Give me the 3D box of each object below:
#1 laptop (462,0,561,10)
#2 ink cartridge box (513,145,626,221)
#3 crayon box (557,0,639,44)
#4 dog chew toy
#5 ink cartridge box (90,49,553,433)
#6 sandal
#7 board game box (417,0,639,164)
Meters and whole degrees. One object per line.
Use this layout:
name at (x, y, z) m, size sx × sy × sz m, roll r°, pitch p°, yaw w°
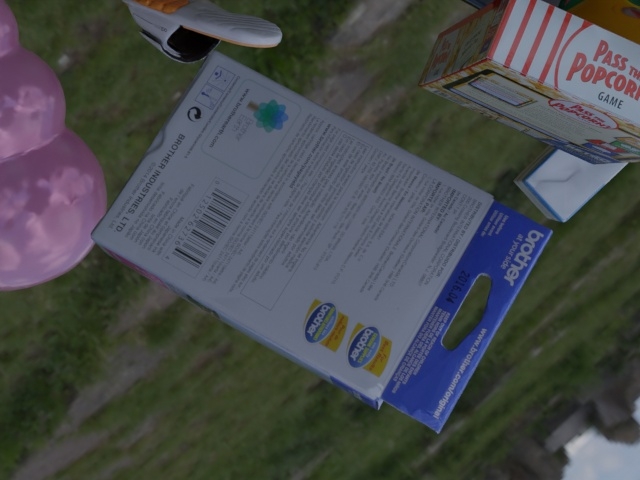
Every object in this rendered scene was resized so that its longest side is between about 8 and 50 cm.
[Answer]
laptop at (0.138, -0.442, 0.864) m, size 0.408 × 0.382 × 0.236 m, roll -52°, pitch -163°, yaw 45°
ink cartridge box at (0.261, -0.077, 1.160) m, size 0.104 × 0.060 × 0.180 m, roll -45°, pitch 178°, yaw 5°
crayon box at (0.283, -0.162, 0.653) m, size 0.081 × 0.165 × 0.278 m, roll -65°, pitch -167°, yaw -13°
dog chew toy at (-0.356, -0.117, 1.179) m, size 0.206 × 0.332 × 0.206 m, roll -13°, pitch -159°, yaw 5°
ink cartridge box at (0.000, 0.000, 0.867) m, size 0.186 × 0.311 × 0.065 m, roll -58°, pitch 165°, yaw -13°
sandal at (-0.155, -0.248, 1.341) m, size 0.102 × 0.265 × 0.076 m, roll -11°, pitch 118°, yaw -42°
board game box at (0.154, -0.096, 0.708) m, size 0.193 × 0.146 × 0.045 m, roll -153°, pitch -94°, yaw -82°
